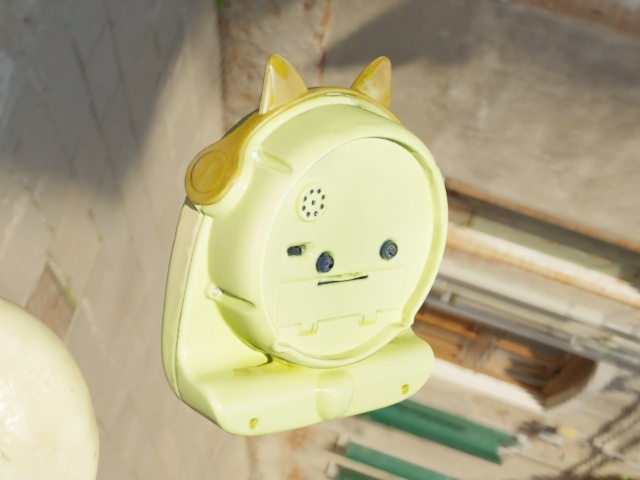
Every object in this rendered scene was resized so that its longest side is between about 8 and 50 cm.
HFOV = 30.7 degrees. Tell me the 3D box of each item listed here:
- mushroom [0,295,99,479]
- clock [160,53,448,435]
[{"bbox_3d":[-0.267,0.146,0.773,0.202,0.246,0.246,-109,-146,-66],"label":"mushroom"},{"bbox_3d":[0.000,0.000,1.108,0.286,0.117,0.348,-7,112,-39],"label":"clock"}]
